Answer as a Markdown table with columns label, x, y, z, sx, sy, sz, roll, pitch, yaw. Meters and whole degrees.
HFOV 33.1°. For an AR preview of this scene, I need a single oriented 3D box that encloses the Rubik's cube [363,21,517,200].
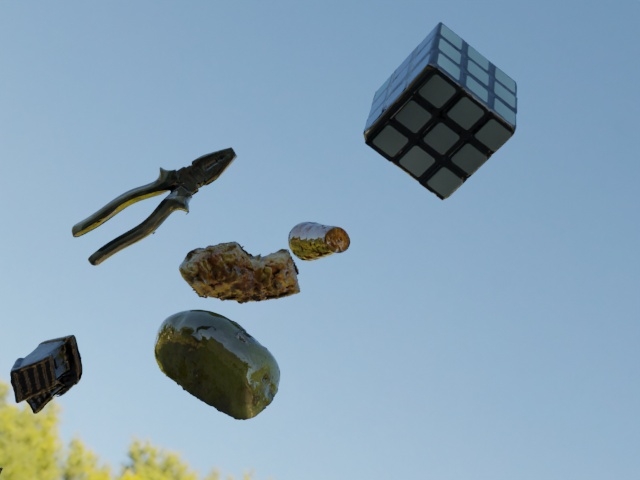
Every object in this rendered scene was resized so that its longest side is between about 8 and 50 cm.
| label | x | y | z | sx | sy | sz | roll | pitch | yaw |
| --- | --- | --- | --- | --- | --- | --- | --- | --- | --- |
| Rubik's cube | 0.174 | -0.187 | 1.557 | 0.163 | 0.162 | 0.160 | 35 | -57 | -15 |

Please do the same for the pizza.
| label | x | y | z | sx | sy | sz | roll | pitch | yaw |
| --- | --- | --- | --- | --- | --- | --- | --- | --- | --- |
| pizza | -0.158 | 0.079 | 2.236 | 0.305 | 0.085 | 0.161 | 12 | -42 | -37 |

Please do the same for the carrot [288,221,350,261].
| label | x | y | z | sx | sy | sz | roll | pitch | yaw |
| --- | --- | --- | --- | --- | --- | --- | --- | --- | --- |
| carrot | 0.000 | 0.000 | 1.433 | 0.055 | 0.055 | 0.161 | 42 | -14 | -14 |

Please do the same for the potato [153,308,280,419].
| label | x | y | z | sx | sy | sz | roll | pitch | yaw |
| --- | --- | --- | --- | --- | --- | --- | --- | --- | --- |
| potato | -0.191 | 0.199 | 1.967 | 0.272 | 0.160 | 0.111 | 29 | -39 | 30 |

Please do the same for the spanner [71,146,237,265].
| label | x | y | z | sx | sy | sz | roll | pitch | yaw |
| --- | --- | --- | --- | --- | --- | --- | --- | --- | --- |
| spanner | -0.289 | -0.072 | 1.926 | 0.095 | 0.325 | 0.040 | 55 | -7 | 11 |

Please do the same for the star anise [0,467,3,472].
| label | x | y | z | sx | sy | sz | roll | pitch | yaw |
| --- | --- | --- | --- | --- | --- | --- | --- | --- | --- |
| star anise | -0.747 | 0.584 | 2.208 | 0.148 | 0.237 | 0.346 | 31 | 11 | -9 |

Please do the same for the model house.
| label | x | y | z | sx | sy | sz | roll | pitch | yaw |
| --- | --- | --- | --- | --- | --- | --- | --- | --- | --- |
| model house | -0.590 | 0.297 | 2.289 | 0.106 | 0.152 | 0.165 | 6 | -64 | 27 |
